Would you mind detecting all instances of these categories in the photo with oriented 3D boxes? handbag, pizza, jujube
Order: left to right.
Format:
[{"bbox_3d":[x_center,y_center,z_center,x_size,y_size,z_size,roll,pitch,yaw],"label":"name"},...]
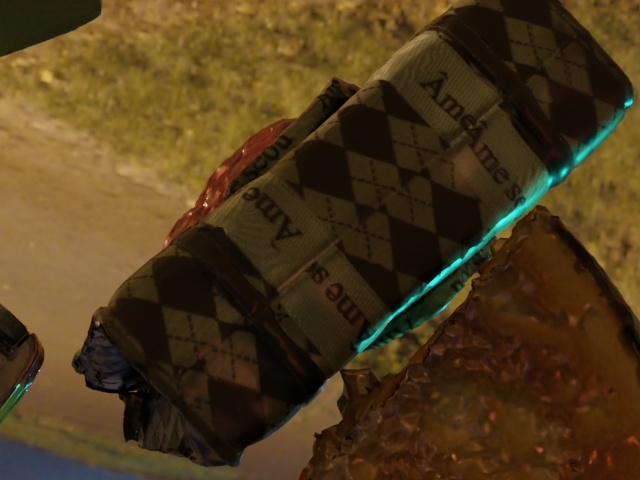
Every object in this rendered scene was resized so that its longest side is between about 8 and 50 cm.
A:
[{"bbox_3d":[-0.054,-0.016,1.376,0.155,0.230,0.155,49,175,5],"label":"jujube"},{"bbox_3d":[0.000,0.000,1.049,0.180,0.416,0.317,51,158,-2],"label":"handbag"},{"bbox_3d":[0.052,0.221,0.851,0.406,0.440,0.130,-12,170,-5],"label":"pizza"}]

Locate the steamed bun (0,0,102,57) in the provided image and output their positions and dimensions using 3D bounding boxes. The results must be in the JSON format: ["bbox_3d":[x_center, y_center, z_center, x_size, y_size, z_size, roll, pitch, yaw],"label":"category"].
[{"bbox_3d":[-0.504,-0.366,1.874,0.379,0.235,0.248,-24,-150,-28],"label":"steamed bun"}]

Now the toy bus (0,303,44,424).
[{"bbox_3d":[-0.376,0.057,1.133,0.329,0.143,0.153,35,165,14],"label":"toy bus"}]
